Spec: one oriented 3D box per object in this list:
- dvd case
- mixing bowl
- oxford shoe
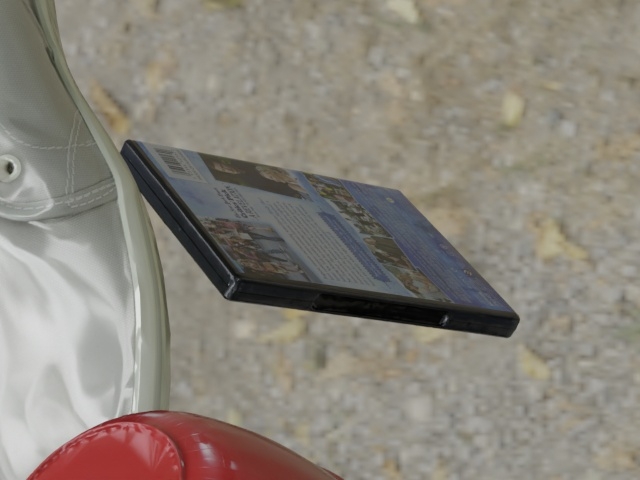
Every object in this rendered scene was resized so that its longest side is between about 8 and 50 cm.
[{"bbox_3d":[0.000,0.000,1.390,0.180,0.253,0.022,49,120,45],"label":"dvd case"},{"bbox_3d":[-0.072,0.139,0.830,0.181,0.098,0.181,-20,41,19],"label":"mixing bowl"},{"bbox_3d":[-0.200,-0.057,1.066,0.169,0.130,0.449,-24,76,32],"label":"oxford shoe"}]
